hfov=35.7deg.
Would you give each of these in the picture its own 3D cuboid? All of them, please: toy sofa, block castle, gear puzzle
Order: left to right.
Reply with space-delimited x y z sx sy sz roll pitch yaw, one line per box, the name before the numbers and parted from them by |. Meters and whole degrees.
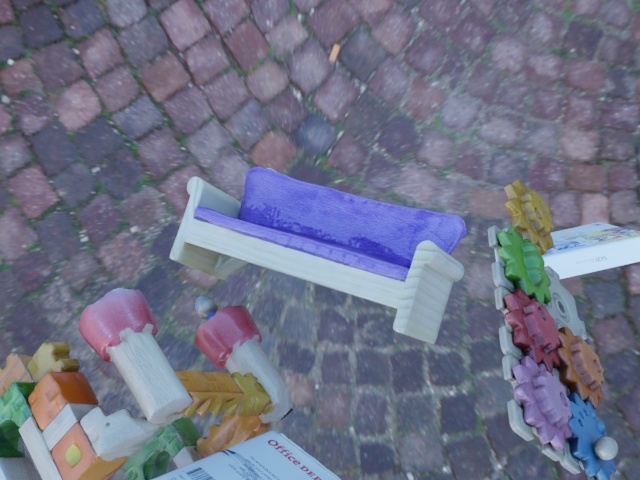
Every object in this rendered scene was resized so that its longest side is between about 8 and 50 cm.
block castle | -0.288 0.260 1.282 0.453 0.303 0.213 -47 61 17
toy sofa | 0.000 0.000 1.311 0.362 0.150 0.177 16 85 25
gear puzzle | 0.236 0.071 0.992 0.044 0.339 0.175 -30 129 31

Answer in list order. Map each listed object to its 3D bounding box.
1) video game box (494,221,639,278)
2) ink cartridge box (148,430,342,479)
video game box | 0.421 0.018 1.665 0.205 0.187 0.048 -12 97 -10
ink cartridge box | -0.086 0.321 1.160 0.153 0.208 0.087 31 120 37
